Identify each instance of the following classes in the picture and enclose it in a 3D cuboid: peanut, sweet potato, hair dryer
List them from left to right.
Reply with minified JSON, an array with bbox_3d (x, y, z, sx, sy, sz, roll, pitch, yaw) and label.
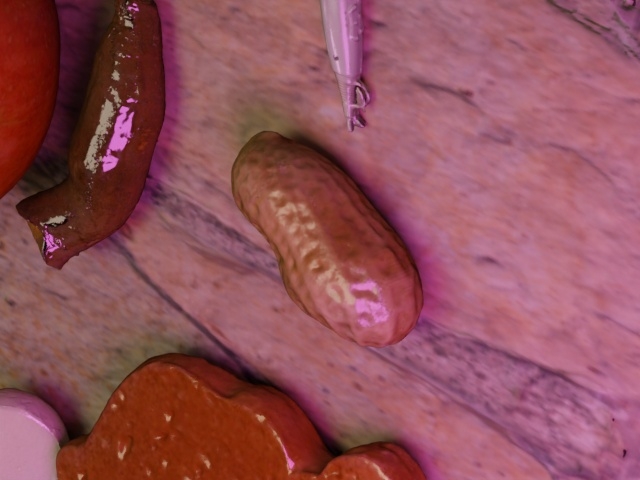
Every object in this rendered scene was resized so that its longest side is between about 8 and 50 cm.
[{"bbox_3d":[-0.207,-0.097,1.619,0.112,0.085,0.285,25,116,9],"label":"sweet potato"},{"bbox_3d":[0.000,0.000,1.477,0.226,0.095,0.108,53,129,18],"label":"peanut"},{"bbox_3d":[0.050,-0.197,1.427,0.206,0.075,0.237,16,117,28],"label":"hair dryer"}]

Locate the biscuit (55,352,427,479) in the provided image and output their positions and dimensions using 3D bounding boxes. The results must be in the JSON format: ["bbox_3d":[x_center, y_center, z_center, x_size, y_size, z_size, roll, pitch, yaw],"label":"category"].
[{"bbox_3d":[-0.074,0.295,1.615,0.455,0.078,0.349,23,110,32],"label":"biscuit"}]

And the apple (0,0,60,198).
[{"bbox_3d":[-0.402,-0.168,1.624,0.340,0.340,0.339,9,105,37],"label":"apple"}]

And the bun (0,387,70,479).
[{"bbox_3d":[-0.319,0.207,1.781,0.138,0.094,0.138,1,114,3],"label":"bun"}]
